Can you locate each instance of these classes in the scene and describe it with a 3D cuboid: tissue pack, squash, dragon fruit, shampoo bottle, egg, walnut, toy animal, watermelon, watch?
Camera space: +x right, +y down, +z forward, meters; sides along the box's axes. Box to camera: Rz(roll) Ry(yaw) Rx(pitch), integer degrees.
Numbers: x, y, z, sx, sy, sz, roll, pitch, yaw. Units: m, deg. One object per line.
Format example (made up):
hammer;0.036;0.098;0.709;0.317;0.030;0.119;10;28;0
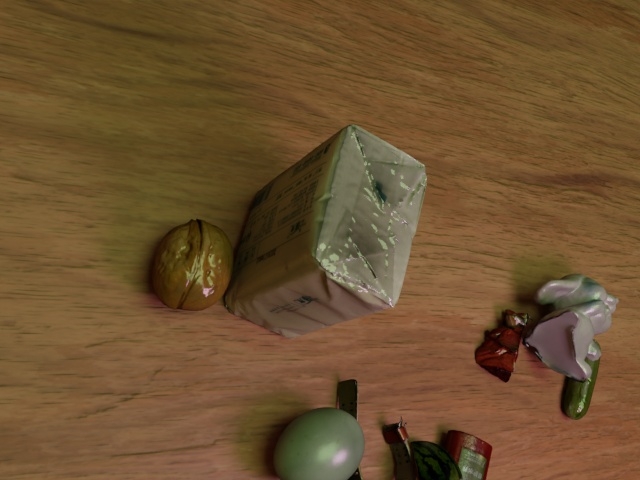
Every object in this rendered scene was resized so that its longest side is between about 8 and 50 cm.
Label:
tissue pack;0.000;0.000;1.383;0.207;0.380;0.297;25;65;-23
squash;0.697;0.364;1.964;0.069;0.069;0.239;36;60;-22
dragon fruit;0.480;0.254;1.827;0.122;0.092;0.192;46;56;-16
shampoo bottle;0.295;0.580;1.618;0.118;0.076;0.314;32;61;-23
egg;-0.002;0.400;1.413;0.192;0.149;0.149;-25;92;-36
walnut;-0.232;0.046;1.358;0.144;0.144;0.180;17;63;-31
toy animal;0.645;0.216;1.911;0.289;0.174;0.249;-8;101;-48
watermelon;0.243;0.499;1.574;0.135;0.125;0.094;24;109;-17
watch;0.117;0.430;1.537;0.164;0.102;0.268;16;59;-38
